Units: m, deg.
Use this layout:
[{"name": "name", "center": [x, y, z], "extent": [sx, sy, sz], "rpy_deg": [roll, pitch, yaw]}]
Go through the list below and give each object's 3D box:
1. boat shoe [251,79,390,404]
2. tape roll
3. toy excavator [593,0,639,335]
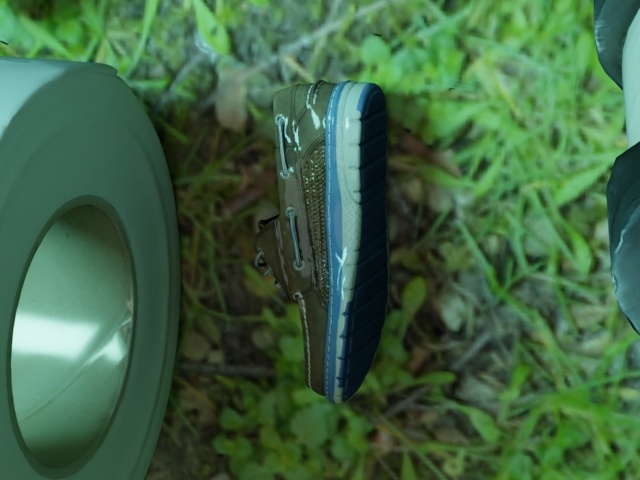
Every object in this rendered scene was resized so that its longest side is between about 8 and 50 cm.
[{"name": "boat shoe", "center": [0.000, 0.000, 0.905], "extent": [0.066, 0.066, 0.183], "rpy_deg": [7, 102, 22]}, {"name": "tape roll", "center": [-0.171, 0.044, 0.854], "extent": [0.100, 0.286, 0.286], "rpy_deg": [5, 111, 18]}, {"name": "toy excavator", "center": [0.308, 0.018, 0.672], "extent": [0.445, 0.222, 0.433], "rpy_deg": [25, 126, -12]}]
